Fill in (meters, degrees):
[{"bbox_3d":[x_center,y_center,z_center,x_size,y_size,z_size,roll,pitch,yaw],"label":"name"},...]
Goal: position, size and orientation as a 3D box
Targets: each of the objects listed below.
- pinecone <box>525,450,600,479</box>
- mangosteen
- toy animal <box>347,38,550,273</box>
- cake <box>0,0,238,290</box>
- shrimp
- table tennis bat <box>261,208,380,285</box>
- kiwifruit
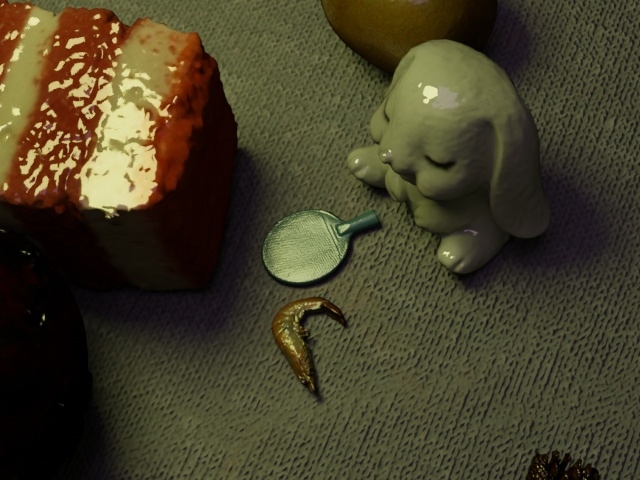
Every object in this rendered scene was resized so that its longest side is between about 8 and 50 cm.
[{"bbox_3d":[0.263,0.265,1.343,0.083,0.077,0.077,2,62,-17],"label":"pinecone"},{"bbox_3d":[-0.452,0.147,1.355,0.422,0.381,0.380,7,65,34],"label":"mangosteen"},{"bbox_3d":[0.152,-0.123,1.440,0.206,0.265,0.271,-36,63,-10],"label":"toy animal"},{"bbox_3d":[-0.274,-0.102,1.495,0.320,0.269,0.270,8,67,13],"label":"cake"},{"bbox_3d":[-0.008,0.123,1.479,0.091,0.025,0.127,-16,60,0],"label":"shrimp"},{"bbox_3d":[0.000,0.000,1.541,0.155,0.019,0.100,-24,63,-1],"label":"table tennis bat"},{"bbox_3d":[0.105,-0.312,1.579,0.234,0.196,0.196,37,75,27],"label":"kiwifruit"}]
